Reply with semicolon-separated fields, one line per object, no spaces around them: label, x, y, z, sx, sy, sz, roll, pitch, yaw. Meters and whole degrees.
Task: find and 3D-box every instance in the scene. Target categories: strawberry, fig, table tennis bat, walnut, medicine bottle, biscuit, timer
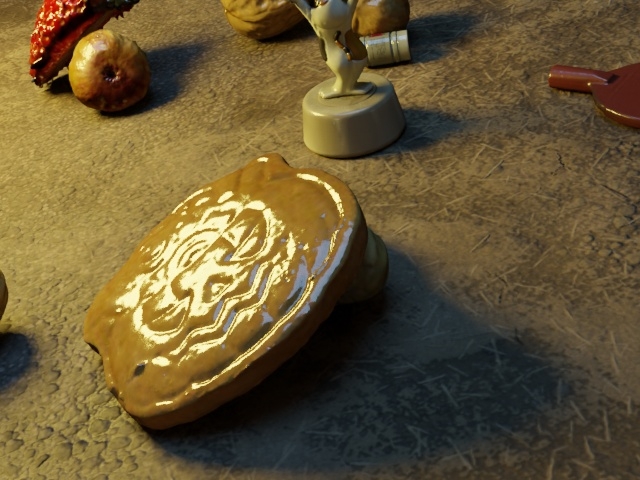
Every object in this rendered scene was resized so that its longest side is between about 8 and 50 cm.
strawberry;-0.523;-0.435;2.116;0.306;0.138;0.233;-34;8;31
fig;-0.423;-0.354;2.083;0.159;0.159;0.257;-16;28;-4
table tennis bat;0.512;-0.243;1.672;0.310;0.038;0.200;16;43;37
walnut;-0.107;-0.523;2.172;0.213;0.213;0.213;-9;33;6
medicine bottle;0.122;-0.361;1.969;0.091;0.058;0.058;-8;33;9
walnut;0.099;-0.447;2.032;0.166;0.149;0.166;22;22;-9
biscuit;-0.128;0.047;1.317;0.385;0.062;0.365;-44;37;-5
timer;0.034;-0.290;1.704;0.175;0.266;0.175;-9;33;6

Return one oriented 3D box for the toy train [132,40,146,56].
toy train;-0.427;-0.381;2.210;0.122;0.050;0.081;4;48;28

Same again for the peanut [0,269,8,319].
peanut;-0.561;0.136;1.407;0.147;0.148;0.319;18;49;38

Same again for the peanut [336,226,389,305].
peanut;0.000;0.000;1.418;0.130;0.130;0.290;-20;31;-10
